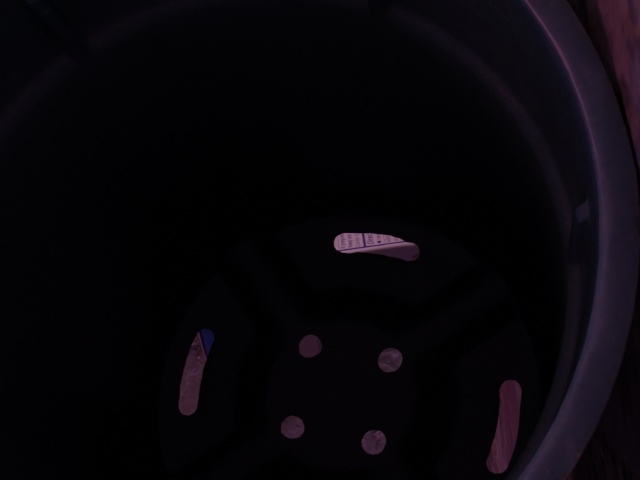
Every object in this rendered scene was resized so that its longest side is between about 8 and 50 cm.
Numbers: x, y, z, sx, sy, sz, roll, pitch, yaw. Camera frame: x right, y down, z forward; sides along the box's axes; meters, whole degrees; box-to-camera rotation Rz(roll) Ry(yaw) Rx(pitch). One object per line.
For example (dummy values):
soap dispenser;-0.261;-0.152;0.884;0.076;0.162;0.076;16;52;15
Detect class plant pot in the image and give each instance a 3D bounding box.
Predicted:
plant pot;-0.021;0.045;0.637;0.334;0.341;0.341;56;-155;-69

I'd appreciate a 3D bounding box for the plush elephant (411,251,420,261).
plush elephant;-0.011;-0.108;1.108;0.272;0.256;0.330;-95;-4;-66

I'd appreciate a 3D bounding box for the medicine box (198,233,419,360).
medicine box;0.000;0.000;1.490;0.263;0.289;0.149;-96;-3;-54
